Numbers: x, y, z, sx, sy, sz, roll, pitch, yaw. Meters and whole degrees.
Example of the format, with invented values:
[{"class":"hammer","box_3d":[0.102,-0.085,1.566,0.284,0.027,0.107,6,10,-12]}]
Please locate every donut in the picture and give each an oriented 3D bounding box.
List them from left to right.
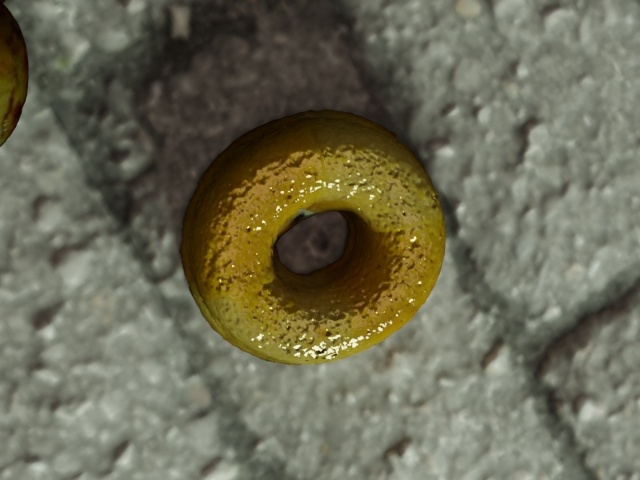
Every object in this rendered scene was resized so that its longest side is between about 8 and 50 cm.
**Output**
[{"class":"donut","box_3d":[0.000,0.000,0.772,0.152,0.058,0.152,-1,97,-11]}]

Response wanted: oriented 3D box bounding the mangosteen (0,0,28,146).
[{"class":"mangosteen","box_3d":[-0.228,-0.104,0.649,0.250,0.211,0.211,-24,102,-42]}]
